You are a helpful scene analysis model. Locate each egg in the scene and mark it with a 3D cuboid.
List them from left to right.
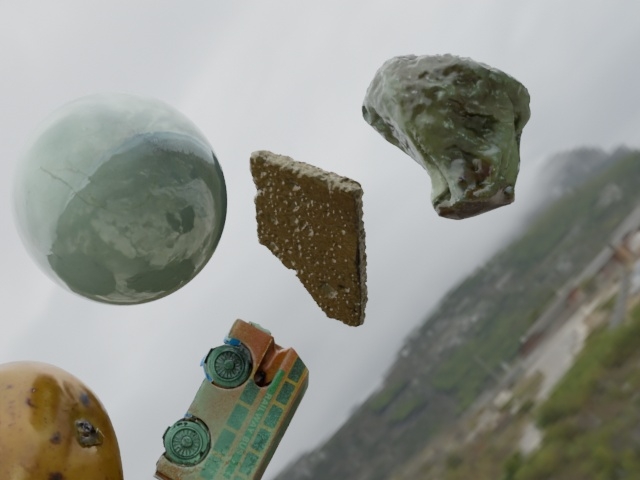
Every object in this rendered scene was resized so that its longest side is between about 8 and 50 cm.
[{"bbox_3d":[-0.172,-0.037,1.247,0.183,0.183,0.264,-47,-7,-5],"label":"egg"}]

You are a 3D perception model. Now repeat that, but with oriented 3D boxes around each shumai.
[{"bbox_3d":[0.162,-0.148,2.140,0.225,0.260,0.222,38,-111,-57],"label":"shumai"}]

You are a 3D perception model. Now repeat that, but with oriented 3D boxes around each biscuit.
[{"bbox_3d":[-0.010,-0.001,1.594,0.026,0.131,0.237,-55,-24,-33],"label":"biscuit"}]

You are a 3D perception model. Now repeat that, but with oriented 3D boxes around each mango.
[{"bbox_3d":[-0.283,0.253,1.305,0.290,0.191,0.160,-60,-23,0],"label":"mango"}]

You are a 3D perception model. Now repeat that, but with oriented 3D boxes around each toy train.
[{"bbox_3d":[-0.085,0.168,1.360,0.188,0.099,0.072,-63,5,-14],"label":"toy train"}]
